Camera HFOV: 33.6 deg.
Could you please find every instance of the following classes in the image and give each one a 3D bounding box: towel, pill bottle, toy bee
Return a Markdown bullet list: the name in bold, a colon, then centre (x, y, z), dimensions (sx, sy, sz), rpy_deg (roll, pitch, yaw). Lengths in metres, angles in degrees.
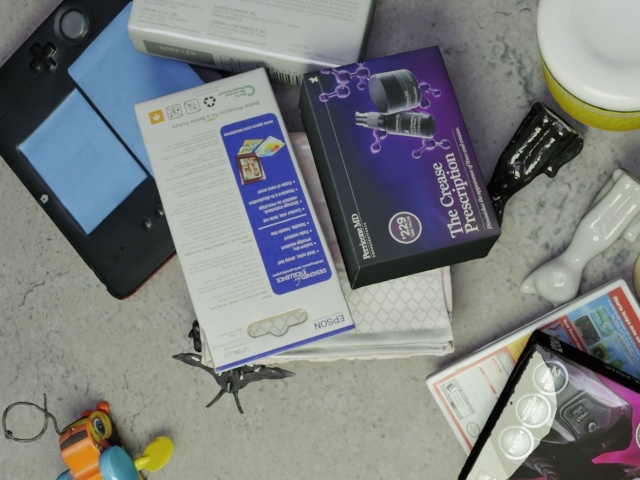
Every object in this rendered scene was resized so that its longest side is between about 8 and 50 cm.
- **towel**: centre (0.000, 0.000, 1.362), dimensions (0.332, 0.053, 0.317), rpy_deg (-3, 71, -5)
- **pill bottle**: centre (0.347, -0.225, 1.217), dimensions (0.188, 0.334, 0.188), rpy_deg (0, 89, 13)
- **toy bee**: centre (-0.299, 0.303, 1.482), dimensions (0.195, 0.162, 0.298), rpy_deg (-9, 113, 5)

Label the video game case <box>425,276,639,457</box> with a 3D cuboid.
- **video game case**: centre (0.307, 0.200, 1.364), dimensions (0.285, 0.025, 0.204), rpy_deg (-29, 95, 12)

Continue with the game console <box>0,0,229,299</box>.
- **game console**: centre (-0.285, -0.161, 1.509), dimensions (0.342, 0.060, 0.386), rpy_deg (-41, 81, 10)

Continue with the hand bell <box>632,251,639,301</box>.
- **hand bell**: centre (0.436, 0.047, 1.242), dimensions (0.126, 0.242, 0.126), rpy_deg (0, 90, 14)

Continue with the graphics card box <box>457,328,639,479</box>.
- **graphics card box**: centre (0.380, 0.294, 1.304), dimensions (0.371, 0.094, 0.233), rpy_deg (27, 102, 6)

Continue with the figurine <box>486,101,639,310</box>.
- **figurine**: centre (0.296, -0.032, 1.364), dimensions (0.215, 0.092, 0.209), rpy_deg (41, 107, 9)

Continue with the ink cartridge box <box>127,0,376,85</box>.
- **ink cartridge box**: centre (-0.063, -0.411, 1.441), dimensions (0.308, 0.091, 0.385), rpy_deg (12, 75, 5)

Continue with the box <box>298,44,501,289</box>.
- **box**: centre (0.093, -0.092, 1.321), dimensions (0.184, 0.103, 0.261), rpy_deg (-15, 73, -6)

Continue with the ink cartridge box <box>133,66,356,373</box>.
- **ink cartridge box**: centre (-0.097, -0.027, 1.306), dimensions (0.175, 0.069, 0.371), rpy_deg (-17, 68, -7)

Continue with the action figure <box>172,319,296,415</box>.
- **action figure**: centre (-0.099, 0.103, 1.422), dimensions (0.164, 0.141, 0.276), rpy_deg (8, 72, 6)
